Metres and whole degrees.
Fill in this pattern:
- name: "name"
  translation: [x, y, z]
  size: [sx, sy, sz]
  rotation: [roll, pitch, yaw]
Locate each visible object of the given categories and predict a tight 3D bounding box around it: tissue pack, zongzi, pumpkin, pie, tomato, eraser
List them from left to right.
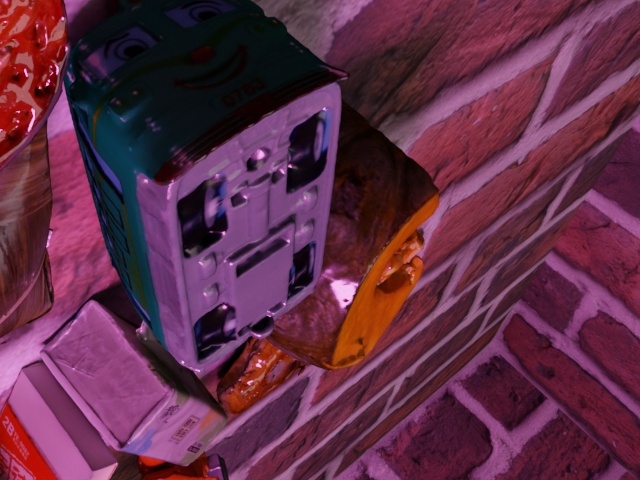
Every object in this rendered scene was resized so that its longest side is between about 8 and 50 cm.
- name: "zongzi"
  translation: [-0.292, 0.021, 0.584]
  size: [0.247, 0.111, 0.241]
  rotation: [-47, 165, -46]
- name: "tomato"
  translation: [-0.244, -0.112, 0.517]
  size: [0.174, 0.082, 0.166]
  rotation: [-33, 145, -18]
- name: "eraser"
  translation: [-0.329, 0.276, 0.959]
  size: [0.038, 0.157, 0.230]
  rotation: [-10, 139, -53]
- name: "tissue pack"
  translation: [-0.198, 0.163, 1.004]
  size: [0.145, 0.159, 0.229]
  rotation: [-45, 159, -7]
- name: "pie"
  translation: [-0.054, 0.174, 1.401]
  size: [0.308, 0.085, 0.308]
  rotation: [-43, 163, -17]
- name: "pumpkin"
  translation: [0.000, 0.000, 1.023]
  size: [0.256, 0.225, 0.303]
  rotation: [-42, 153, -23]

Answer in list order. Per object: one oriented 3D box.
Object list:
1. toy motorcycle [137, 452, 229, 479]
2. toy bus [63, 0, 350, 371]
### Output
- name: "toy motorcycle"
  translation: [-0.216, 0.366, 1.268]
  size: [0.148, 0.221, 0.325]
  rotation: [-16, 156, -2]
- name: "toy bus"
  translation: [-0.104, -0.053, 0.730]
  size: [0.183, 0.199, 0.343]
  rotation: [-33, 156, -24]
